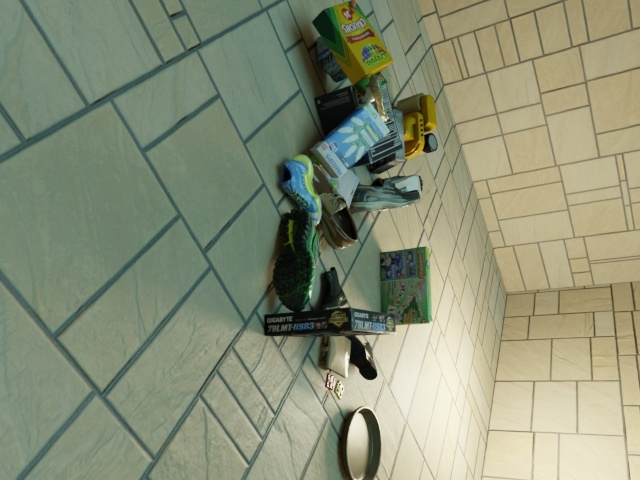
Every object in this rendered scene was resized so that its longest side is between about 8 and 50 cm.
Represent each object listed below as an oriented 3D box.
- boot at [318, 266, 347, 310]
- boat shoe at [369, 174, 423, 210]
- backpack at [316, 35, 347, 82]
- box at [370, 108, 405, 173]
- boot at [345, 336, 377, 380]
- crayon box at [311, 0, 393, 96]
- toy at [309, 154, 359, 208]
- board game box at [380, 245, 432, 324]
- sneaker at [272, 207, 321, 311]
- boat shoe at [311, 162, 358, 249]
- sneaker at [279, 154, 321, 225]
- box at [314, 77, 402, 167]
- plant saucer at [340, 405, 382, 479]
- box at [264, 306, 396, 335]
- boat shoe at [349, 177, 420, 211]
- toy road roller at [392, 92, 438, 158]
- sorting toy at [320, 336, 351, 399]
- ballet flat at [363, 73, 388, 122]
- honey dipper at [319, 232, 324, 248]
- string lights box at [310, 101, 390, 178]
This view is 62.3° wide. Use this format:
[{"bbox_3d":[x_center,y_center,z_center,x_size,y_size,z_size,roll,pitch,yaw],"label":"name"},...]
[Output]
[{"bbox_3d":[0.023,0.173,1.819,0.198,0.076,0.137,-21,96,-72],"label":"boot"},{"bbox_3d":[0.276,-0.206,2.308,0.340,0.158,0.127,-16,101,-31],"label":"boat shoe"},{"bbox_3d":[0.061,-0.704,2.027,0.116,0.158,0.173,9,76,-39],"label":"backpack"},{"bbox_3d":[0.284,-0.425,2.298,0.056,0.183,0.231,7,75,-29],"label":"box"},{"bbox_3d":[0.143,0.408,1.967,0.219,0.082,0.106,62,13,-22],"label":"boot"},{"bbox_3d":[0.135,-0.695,1.913,0.319,0.081,0.202,55,47,-7],"label":"crayon box"},{"bbox_3d":[0.039,-0.236,1.954,0.237,0.056,0.137,40,62,-40],"label":"toy"},{"bbox_3d":[0.356,0.194,2.221,0.046,0.213,0.317,26,60,-54],"label":"board game box"},{"bbox_3d":[-0.050,0.067,1.632,0.146,0.134,0.344,51,35,-45],"label":"sneaker"},{"bbox_3d":[0.041,-0.125,1.829,0.123,0.116,0.324,-38,106,-36],"label":"boat shoe"},{"bbox_3d":[-0.076,-0.156,1.738,0.126,0.091,0.240,-19,99,-41],"label":"sneaker"},{"bbox_3d":[0.155,-0.454,2.075,0.296,0.182,0.294,-31,108,-52],"label":"box"},{"bbox_3d":[0.144,0.734,1.890,0.278,0.041,0.278,25,60,-55],"label":"plant saucer"},{"bbox_3d":[0.035,0.251,1.587,0.295,0.293,0.073,17,67,-56],"label":"box"},{"bbox_3d":[0.259,-0.190,2.127,0.355,0.132,0.130,-9,95,-33],"label":"boat shoe"},{"bbox_3d":[0.420,-0.557,2.556,0.240,0.202,0.330,9,75,-47],"label":"toy road roller"},{"bbox_3d":[0.048,0.397,1.811,0.132,0.046,0.275,41,48,-47],"label":"sorting toy"},{"bbox_3d":[0.193,-0.496,1.896,0.206,0.067,0.073,65,-1,-46],"label":"ballet flat"},{"bbox_3d":[0.000,0.000,1.861,0.030,0.030,0.161,63,30,-27],"label":"honey dipper"},{"bbox_3d":[0.104,-0.351,1.862,0.259,0.076,0.133,-44,109,-12],"label":"string lights box"}]
